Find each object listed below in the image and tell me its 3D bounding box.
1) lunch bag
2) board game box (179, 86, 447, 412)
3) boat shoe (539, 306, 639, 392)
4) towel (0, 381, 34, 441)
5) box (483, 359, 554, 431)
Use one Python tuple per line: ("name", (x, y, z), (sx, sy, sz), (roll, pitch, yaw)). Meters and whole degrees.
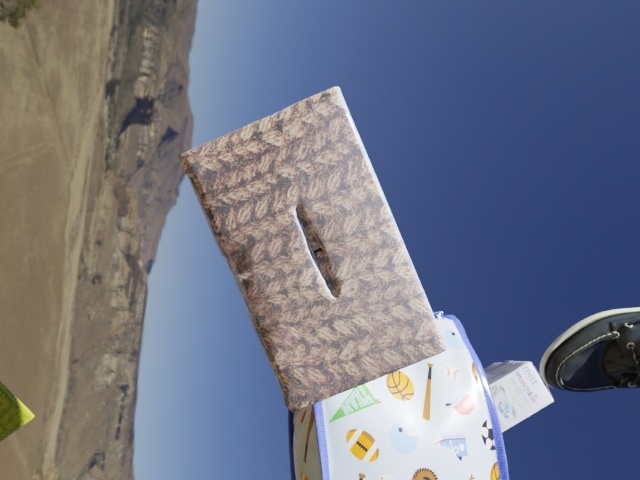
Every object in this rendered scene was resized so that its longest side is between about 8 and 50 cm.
("lunch bag", (0.114, 0.318, 0.852), (0.239, 0.327, 0.386), (138, -51, -65))
("board game box", (0.000, 0.000, 0.543), (0.291, 0.141, 0.232), (-65, 132, -85))
("boat shoe", (0.540, 0.185, 0.827), (0.113, 0.339, 0.127), (-124, -156, -73))
("towel", (-0.586, 0.236, 0.811), (0.237, 0.102, 0.021), (59, -11, -20))
("box", (0.484, 0.452, 1.445), (0.127, 0.231, 0.262), (63, -11, 12))
